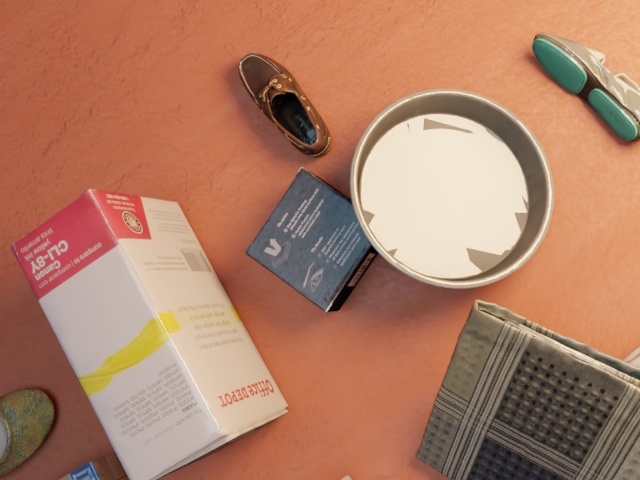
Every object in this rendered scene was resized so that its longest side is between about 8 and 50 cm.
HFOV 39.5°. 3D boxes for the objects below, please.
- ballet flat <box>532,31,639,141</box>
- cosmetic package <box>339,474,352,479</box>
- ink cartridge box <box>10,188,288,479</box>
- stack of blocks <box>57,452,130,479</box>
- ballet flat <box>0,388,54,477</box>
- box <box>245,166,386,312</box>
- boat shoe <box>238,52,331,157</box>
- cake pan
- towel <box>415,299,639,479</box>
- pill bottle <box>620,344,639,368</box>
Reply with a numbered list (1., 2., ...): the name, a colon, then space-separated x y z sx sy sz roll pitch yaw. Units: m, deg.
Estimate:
1. ballet flat: 0.395 -0.229 1.270 0.068 0.072 0.213 -39 78 -18
2. cosmetic package: 0.011 0.506 1.287 0.224 0.138 0.224 -40 78 8
3. ink cartridge box: -0.237 0.135 1.299 0.160 0.279 0.385 -33 79 12
4. stack of blocks: -0.342 0.512 1.407 0.171 0.087 0.297 -31 80 12
5. ballet flat: -0.598 0.359 1.470 0.348 0.123 0.123 -30 80 11
6. box: 0.000 0.000 1.340 0.158 0.093 0.156 36 95 13
7. boat shoe: -0.058 -0.216 1.378 0.073 0.073 0.207 -44 76 10
8. cake pan: 0.183 -0.071 1.266 0.293 0.054 0.293 2 76 -6
9. towel: 0.305 0.257 1.196 0.312 0.056 0.324 27 129 18
10. pill bottle: 0.511 0.235 1.169 0.136 0.136 0.246 -38 78 10
